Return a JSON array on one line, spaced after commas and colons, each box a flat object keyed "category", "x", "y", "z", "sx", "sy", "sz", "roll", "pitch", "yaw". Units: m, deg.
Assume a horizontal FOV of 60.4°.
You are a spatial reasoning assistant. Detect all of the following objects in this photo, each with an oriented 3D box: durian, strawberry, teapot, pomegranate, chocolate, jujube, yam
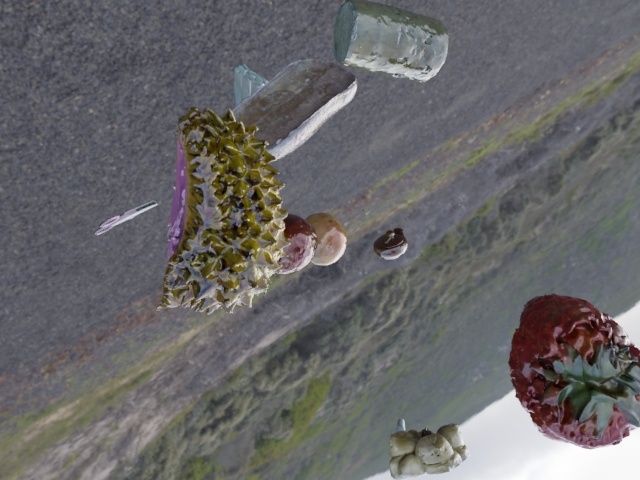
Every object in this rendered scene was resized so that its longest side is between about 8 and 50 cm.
[{"category": "durian", "x": -0.137, "y": -0.013, "z": 0.781, "sx": 0.112, "sy": 0.191, "sz": 0.341, "roll": -80, "pitch": -176, "yaw": -66}, {"category": "strawberry", "x": 0.535, "y": 0.267, "z": 1.185, "sx": 0.267, "sy": 0.312, "sz": 0.351, "roll": -13, "pitch": 170, "yaw": 7}, {"category": "teapot", "x": 0.211, "y": 0.002, "z": 1.644, "sx": 0.129, "sy": 0.098, "sz": 0.078, "roll": -40, "pitch": 131, "yaw": -47}, {"category": "pomegranate", "x": 0.002, "y": -0.003, "z": 1.978, "sx": 0.191, "sy": 0.191, "sz": 0.191, "roll": -35, "pitch": 166, "yaw": -10}, {"category": "chocolate", "x": -0.065, "y": -0.276, "z": 1.202, "sx": 0.303, "sy": 0.185, "sz": 0.100, "roll": -44, "pitch": 141, "yaw": -15}, {"category": "jujube", "x": -0.093, "y": 0.007, "z": 1.557, "sx": 0.190, "sy": 0.190, "sz": 0.255, "roll": -42, "pitch": 167, "yaw": 16}, {"category": "yam", "x": 0.104, "y": -0.319, "z": 0.881, "sx": 0.194, "sy": 0.107, "sz": 0.107, "roll": -2, "pitch": 147, "yaw": -34}]

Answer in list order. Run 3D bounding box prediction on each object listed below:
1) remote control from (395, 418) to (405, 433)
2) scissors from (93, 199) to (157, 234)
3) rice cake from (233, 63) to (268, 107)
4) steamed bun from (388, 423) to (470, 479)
[{"category": "remote control", "x": 0.232, "y": 0.625, "z": 1.659, "sx": 0.065, "sy": 0.029, "sz": 0.166, "roll": -46, "pitch": 146, "yaw": -80}, {"category": "scissors", "x": -0.473, "y": -0.061, "z": 1.351, "sx": 0.176, "sy": 0.022, "sz": 0.085, "roll": -35, "pitch": 180, "yaw": -45}, {"category": "rice cake", "x": -0.199, "y": -0.392, "z": 1.575, "sx": 0.038, "sy": 0.124, "sz": 0.211, "roll": -38, "pitch": 154, "yaw": -27}, {"category": "steamed bun", "x": 0.243, "y": 0.498, "z": 1.313, "sx": 0.177, "sy": 0.106, "sz": 0.192, "roll": -28, "pitch": 160, "yaw": 34}]
